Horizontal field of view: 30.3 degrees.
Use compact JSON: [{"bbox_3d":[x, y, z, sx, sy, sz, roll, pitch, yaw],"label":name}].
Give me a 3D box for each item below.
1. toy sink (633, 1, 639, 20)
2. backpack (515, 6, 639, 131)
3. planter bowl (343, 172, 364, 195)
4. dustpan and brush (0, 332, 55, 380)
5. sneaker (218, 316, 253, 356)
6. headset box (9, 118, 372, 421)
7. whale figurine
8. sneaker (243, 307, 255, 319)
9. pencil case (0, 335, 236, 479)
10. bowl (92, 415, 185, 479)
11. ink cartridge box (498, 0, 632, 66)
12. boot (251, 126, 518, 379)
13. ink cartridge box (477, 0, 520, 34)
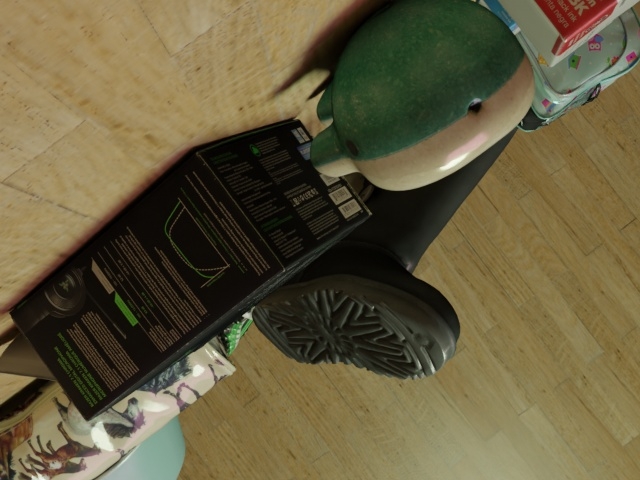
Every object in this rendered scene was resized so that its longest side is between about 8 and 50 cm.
[{"bbox_3d":[0.363,-0.296,1.631,0.131,0.153,0.234,-35,176,-38],"label":"toy sink"},{"bbox_3d":[0.302,-0.248,1.458,0.188,0.166,0.144,-30,177,-18],"label":"backpack"},{"bbox_3d":[0.055,-0.067,1.734,0.162,0.109,0.162,-27,-158,11],"label":"planter bowl"},{"bbox_3d":[-0.252,0.106,1.289,0.211,0.147,0.060,-77,174,-55],"label":"dustpan and brush"},{"bbox_3d":[-0.140,0.101,2.077,0.146,0.134,0.343,-36,176,-28],"label":"sneaker"},{"bbox_3d":[-0.126,0.028,1.156,0.283,0.131,0.246,-38,177,25],"label":"headset box"},{"bbox_3d":[0.068,-0.146,1.053,0.216,0.141,0.272,-36,-159,-8],"label":"whale figurine"},{"bbox_3d":[-0.087,0.067,1.801,0.118,0.110,0.292,9,175,45],"label":"sneaker"},{"bbox_3d":[-0.337,0.243,1.774,0.410,0.183,0.160,-36,-151,-4],"label":"pencil case"},{"bbox_3d":[-0.348,0.355,1.959,0.311,0.163,0.311,-23,-147,16],"label":"bowl"},{"bbox_3d":[0.312,-0.309,1.177,0.273,0.114,0.197,-38,176,7],"label":"ink cartridge box"},{"bbox_3d":[0.146,-0.040,1.499,0.445,0.146,0.367,-48,-155,-24],"label":"boot"},{"bbox_3d":[0.238,-0.282,1.340,0.122,0.052,0.088,-38,177,-1],"label":"ink cartridge box"}]
